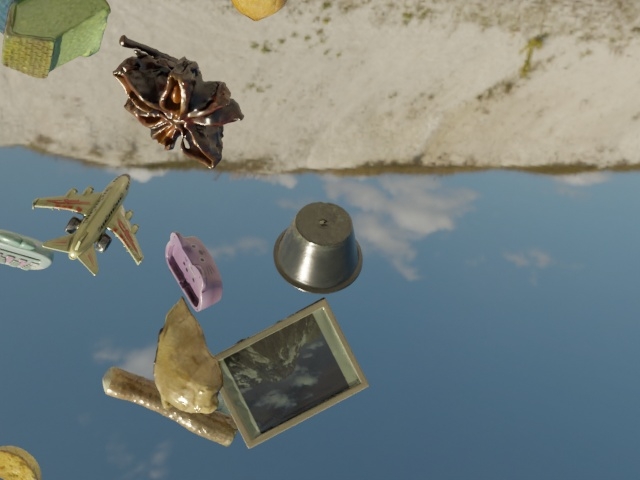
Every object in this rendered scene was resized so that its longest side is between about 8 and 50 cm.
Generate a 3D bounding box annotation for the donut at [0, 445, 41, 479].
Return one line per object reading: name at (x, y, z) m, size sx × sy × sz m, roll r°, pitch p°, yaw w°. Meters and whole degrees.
donut at (-0.702, 0.535, 1.545) m, size 0.174 × 0.190 × 0.074 m, roll 35°, pitch -178°, yaw -3°

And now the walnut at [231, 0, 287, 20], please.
walnut at (-0.120, -0.527, 1.393) m, size 0.144 × 0.180 × 0.144 m, roll 5°, pitch -153°, yaw -2°

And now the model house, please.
model house at (-0.524, -0.409, 1.257) m, size 0.189 × 0.214 × 0.195 m, roll -44°, pitch -172°, yaw -32°

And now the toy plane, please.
toy plane at (-0.458, -0.048, 1.461) m, size 0.241 × 0.104 × 0.256 m, roll 30°, pitch -142°, yaw -11°

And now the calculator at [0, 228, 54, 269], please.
calculator at (-0.737, 0.021, 1.693) m, size 0.185 × 0.041 × 0.299 m, roll 19°, pitch 160°, yaw -22°

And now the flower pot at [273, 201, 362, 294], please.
flower pot at (0.000, 0.000, 1.760) m, size 0.235 × 0.148 × 0.235 m, roll 3°, pitch -128°, yaw -4°

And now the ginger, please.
ginger at (-0.211, 0.194, 1.171) m, size 0.122 × 0.193 × 0.115 m, roll 8°, pitch -164°, yaw 32°

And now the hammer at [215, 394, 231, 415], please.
hammer at (-0.277, 0.410, 1.805) m, size 0.069 × 0.116 × 0.194 m, roll -45°, pitch -138°, yaw -10°

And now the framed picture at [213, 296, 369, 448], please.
framed picture at (-0.067, 0.268, 1.431) m, size 0.281 × 0.209 × 0.019 m, roll -28°, pitch -178°, yaw -4°

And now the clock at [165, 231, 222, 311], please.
clock at (-0.242, 0.052, 1.362) m, size 0.050 × 0.110 × 0.153 m, roll -18°, pitch -122°, yaw -32°

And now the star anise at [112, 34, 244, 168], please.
star anise at (-0.215, -0.219, 1.118) m, size 0.190 × 0.220 × 0.126 m, roll 32°, pitch -118°, yaw 6°

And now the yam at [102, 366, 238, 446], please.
yam at (-0.305, 0.339, 1.448) m, size 0.299 × 0.066 × 0.066 m, roll 28°, pitch -163°, yaw -12°
